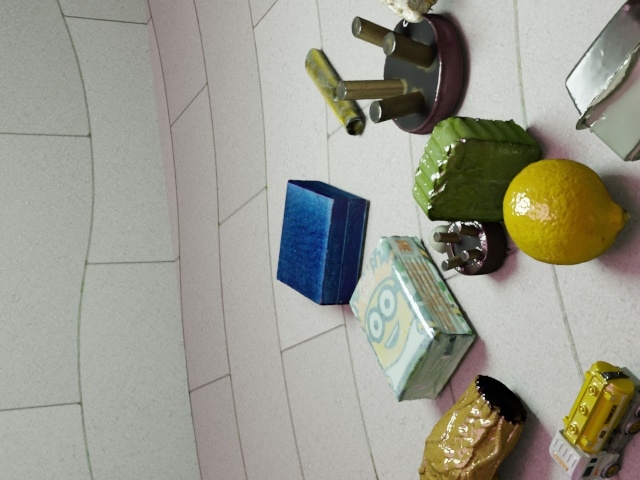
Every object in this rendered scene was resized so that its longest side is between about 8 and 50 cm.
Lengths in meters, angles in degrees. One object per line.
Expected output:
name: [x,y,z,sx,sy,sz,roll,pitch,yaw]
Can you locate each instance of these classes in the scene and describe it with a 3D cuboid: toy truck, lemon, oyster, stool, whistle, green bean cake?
toy truck: [0.473,0.309,1.628,0.098,0.114,0.227,53,135,47]
lemon: [0.416,-0.049,1.651,0.244,0.187,0.187,19,107,47]
oyster: [0.200,-0.539,2.044,0.081,0.163,0.191,81,174,-56]
stool: [0.289,0.004,1.955,0.217,0.121,0.125,20,110,54]
whistle: [0.029,-0.388,2.476,0.326,0.057,0.068,61,141,41]
stool: [0.172,-0.368,2.090,0.272,0.178,0.272,2,93,62]
green bean cake: [0.298,-0.133,1.837,0.113,0.214,0.200,-115,36,-47]

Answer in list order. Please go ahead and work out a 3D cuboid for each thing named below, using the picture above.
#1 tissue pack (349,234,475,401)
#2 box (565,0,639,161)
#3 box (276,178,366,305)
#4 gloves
tissue pack: [0.195,0.171,2.123,0.311,0.128,0.228,65,143,40]
box: [0.511,-0.242,1.369,0.166,0.290,0.220,57,139,23]
box: [0.000,0.000,2.480,0.261,0.116,0.279,29,116,59]
gloves: [0.292,0.433,1.922,0.203,0.155,0.356,-124,39,-50]
